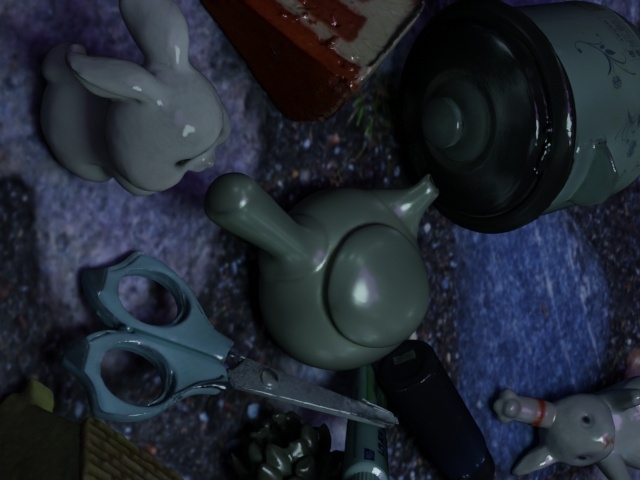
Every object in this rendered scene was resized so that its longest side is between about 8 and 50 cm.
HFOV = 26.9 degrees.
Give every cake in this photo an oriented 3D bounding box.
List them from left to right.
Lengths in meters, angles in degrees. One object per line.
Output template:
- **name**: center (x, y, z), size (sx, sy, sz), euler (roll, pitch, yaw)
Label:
- **cake**: center (-0.039, -0.258, 1.466), size (0.262, 0.159, 0.158), euler (39, 65, 4)

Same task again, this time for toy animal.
- **toy animal**: center (-0.184, -0.132, 1.277), size (0.127, 0.193, 0.178), euler (-46, 110, -28)
- **toy animal**: center (0.361, 0.251, 1.753), size (0.282, 0.138, 0.140), euler (-3, 99, -37)

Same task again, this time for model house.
- **model house**: center (-0.229, 0.326, 1.218), size (0.261, 0.266, 0.321), euler (42, 68, -28)

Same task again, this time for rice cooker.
- **rice cooker**: center (0.237, -0.149, 1.555), size (0.317, 0.316, 0.264), euler (-8, 137, -38)

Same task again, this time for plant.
- **plant**: center (-0.015, 0.286, 1.465), size (0.129, 0.132, 0.194), euler (-27, 114, -35)

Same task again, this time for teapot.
- **teapot**: center (-0.006, 0.038, 1.445), size (0.318, 0.149, 0.220), euler (-2, 92, -39)

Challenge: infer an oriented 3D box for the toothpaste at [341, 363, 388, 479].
- **toothpaste**: center (0.052, 0.204, 1.455), size (0.048, 0.297, 0.074), euler (-23, 108, 12)

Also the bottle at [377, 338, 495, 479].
- **bottle**: center (0.144, 0.218, 1.591), size (0.244, 0.072, 0.082), euler (57, 25, -43)

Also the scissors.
- **scissors**: center (-0.081, 0.132, 1.362), size (0.360, 0.029, 0.191), euler (19, 52, -13)
